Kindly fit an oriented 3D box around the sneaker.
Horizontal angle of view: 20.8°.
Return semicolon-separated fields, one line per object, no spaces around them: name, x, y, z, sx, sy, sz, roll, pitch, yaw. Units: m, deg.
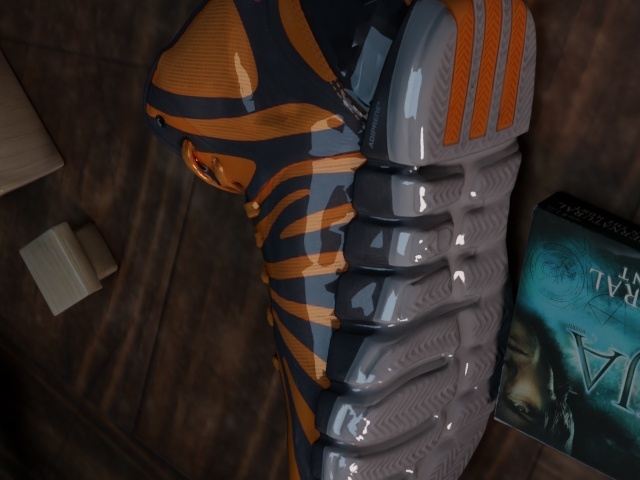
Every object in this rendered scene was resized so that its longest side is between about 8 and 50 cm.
sneaker;0.000;0.000;0.883;0.180;0.124;0.321;23;112;36

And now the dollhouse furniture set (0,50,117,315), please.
dollhouse furniture set;-0.348;-0.048;1.100;0.303;0.174;0.355;-32;87;44

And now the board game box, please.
board game box;0.173;0.068;0.817;0.186;0.026;0.126;25;124;29
